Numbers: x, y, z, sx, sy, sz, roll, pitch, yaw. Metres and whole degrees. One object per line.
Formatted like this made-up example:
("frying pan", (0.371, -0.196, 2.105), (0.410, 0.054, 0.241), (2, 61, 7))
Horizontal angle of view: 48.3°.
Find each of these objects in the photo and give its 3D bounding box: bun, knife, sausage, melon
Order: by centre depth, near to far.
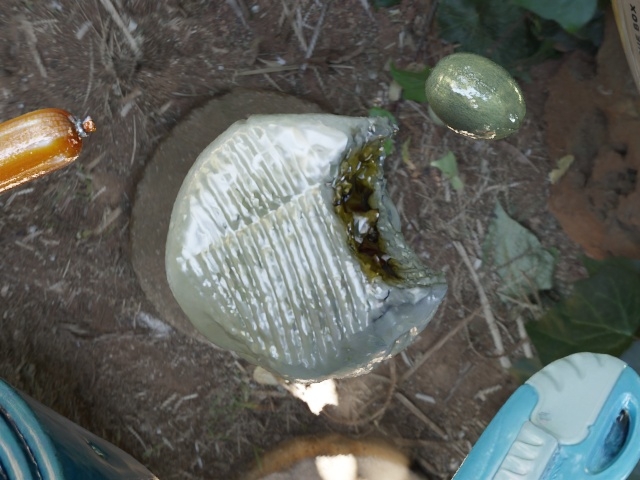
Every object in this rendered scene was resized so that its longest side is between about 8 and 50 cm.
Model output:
("knife", (0.074, 0.127, 0.297), (0.222, 0.064, 0.031), (-46, 137, -29))
("bun", (-0.013, 0.008, 0.723), (0.282, 0.205, 0.281), (1, 94, 17))
("melon", (0.191, -0.177, 0.881), (0.131, 0.098, 0.098), (30, 94, 5))
("sausage", (-0.461, -0.108, 0.999), (0.312, 0.093, 0.093), (-23, 108, -1))

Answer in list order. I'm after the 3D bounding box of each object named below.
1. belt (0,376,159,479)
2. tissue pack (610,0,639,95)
("belt", (-0.266, 0.248, 0.479), (0.173, 0.437, 0.300), (49, 62, -37))
("tissue pack", (0.431, -0.271, 0.704), (0.267, 0.277, 0.387), (-25, 128, 12))
